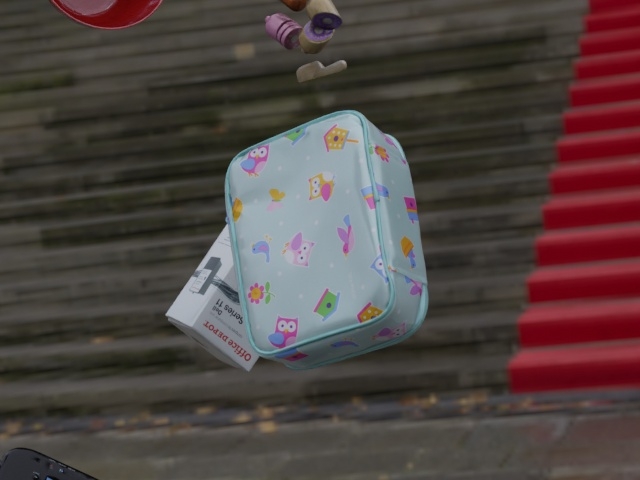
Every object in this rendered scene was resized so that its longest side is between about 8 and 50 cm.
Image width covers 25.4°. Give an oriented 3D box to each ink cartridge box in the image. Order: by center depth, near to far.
[{"bbox_3d":[-0.129,0.087,2.317,0.153,0.208,0.087,41,-13,-36],"label":"ink cartridge box"}]

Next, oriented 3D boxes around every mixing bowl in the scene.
[{"bbox_3d":[-0.294,-0.350,1.850,0.181,0.181,0.098,-9,-4,-25],"label":"mixing bowl"}]

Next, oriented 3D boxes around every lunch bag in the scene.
[{"bbox_3d":[0.000,0.000,1.644,0.224,0.279,0.108,-22,-27,28],"label":"lunch bag"}]

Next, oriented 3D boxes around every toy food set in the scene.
[{"bbox_3d":[-0.019,-0.175,1.008,0.019,0.122,0.078,-16,5,-37],"label":"toy food set"}]

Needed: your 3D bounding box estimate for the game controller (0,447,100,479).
[{"bbox_3d":[-0.325,0.409,1.980,0.319,0.166,0.067,32,-38,-31],"label":"game controller"}]
